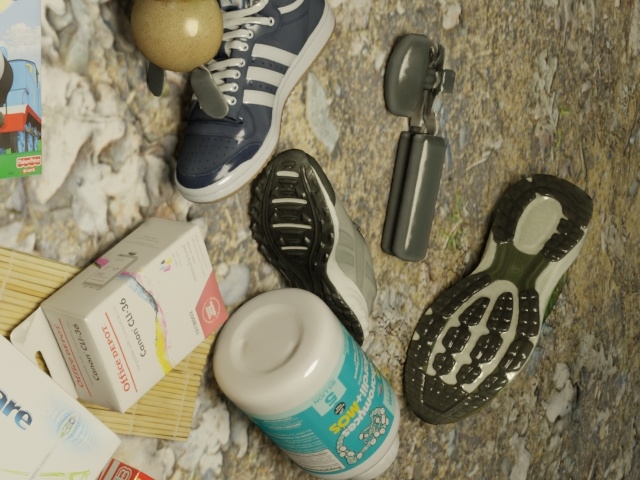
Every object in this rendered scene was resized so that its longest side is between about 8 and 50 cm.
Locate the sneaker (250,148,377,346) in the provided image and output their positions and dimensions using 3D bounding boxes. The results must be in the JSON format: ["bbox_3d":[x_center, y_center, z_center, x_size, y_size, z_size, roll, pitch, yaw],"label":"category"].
[{"bbox_3d":[0.000,0.000,1.311,0.271,0.100,0.108,70,34,-40],"label":"sneaker"}]

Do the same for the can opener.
[{"bbox_3d":[0.111,-0.115,1.440,0.093,0.074,0.280,4,98,-17],"label":"can opener"}]

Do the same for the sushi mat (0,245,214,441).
[{"bbox_3d":[-0.217,0.109,1.117,0.317,0.019,0.151,22,83,-52],"label":"sushi mat"}]

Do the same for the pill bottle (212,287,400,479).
[{"bbox_3d":[-0.001,0.178,1.309,0.146,0.146,0.264,-60,140,-20],"label":"pill bottle"}]

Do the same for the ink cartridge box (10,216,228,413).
[{"bbox_3d":[-0.184,0.079,1.079,0.198,0.067,0.115,-43,130,-38],"label":"ink cartridge box"}]

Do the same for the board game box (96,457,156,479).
[{"bbox_3d":[-0.177,0.252,1.108,0.193,0.147,0.045,47,65,-48],"label":"board game box"}]

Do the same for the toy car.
[{"bbox_3d":[-0.117,-0.210,1.050,0.149,0.155,0.188,-28,131,-44],"label":"toy car"}]

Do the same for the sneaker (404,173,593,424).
[{"bbox_3d":[0.265,0.109,1.645,0.410,0.158,0.182,-53,154,-21],"label":"sneaker"}]

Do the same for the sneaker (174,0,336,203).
[{"bbox_3d":[-0.086,-0.182,1.126,0.282,0.099,0.153,-63,146,-28],"label":"sneaker"}]

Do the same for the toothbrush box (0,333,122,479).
[{"bbox_3d":[-0.328,0.205,0.891,0.206,0.122,0.283,50,60,-30],"label":"toothbrush box"}]

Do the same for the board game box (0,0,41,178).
[{"bbox_3d":[-0.298,-0.150,0.920,0.160,0.039,0.211,-13,110,-49],"label":"board game box"}]
